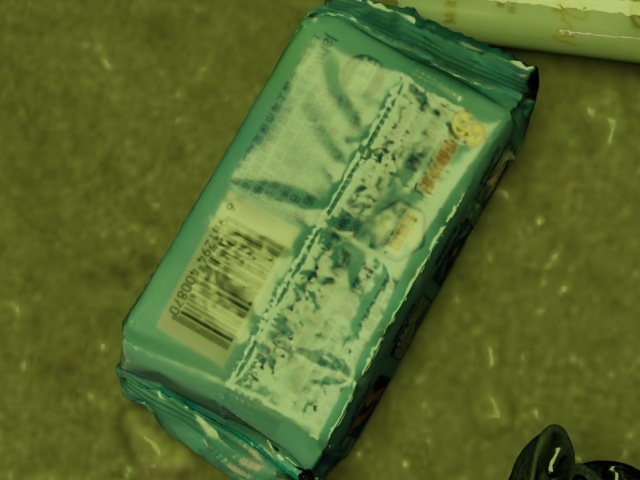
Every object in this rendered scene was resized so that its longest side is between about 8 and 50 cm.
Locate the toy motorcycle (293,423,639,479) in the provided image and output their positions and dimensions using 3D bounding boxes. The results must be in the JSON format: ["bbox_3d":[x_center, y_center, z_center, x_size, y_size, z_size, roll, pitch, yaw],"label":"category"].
[{"bbox_3d":[0.077,0.274,0.959,0.212,0.125,0.358,1,81,30],"label":"toy motorcycle"}]

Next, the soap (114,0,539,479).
[{"bbox_3d":[0.000,0.000,1.066,0.156,0.077,0.293,30,88,15],"label":"soap"}]

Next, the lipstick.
[{"bbox_3d":[0.177,-0.133,1.062,0.264,0.059,0.059,9,81,15],"label":"lipstick"}]
